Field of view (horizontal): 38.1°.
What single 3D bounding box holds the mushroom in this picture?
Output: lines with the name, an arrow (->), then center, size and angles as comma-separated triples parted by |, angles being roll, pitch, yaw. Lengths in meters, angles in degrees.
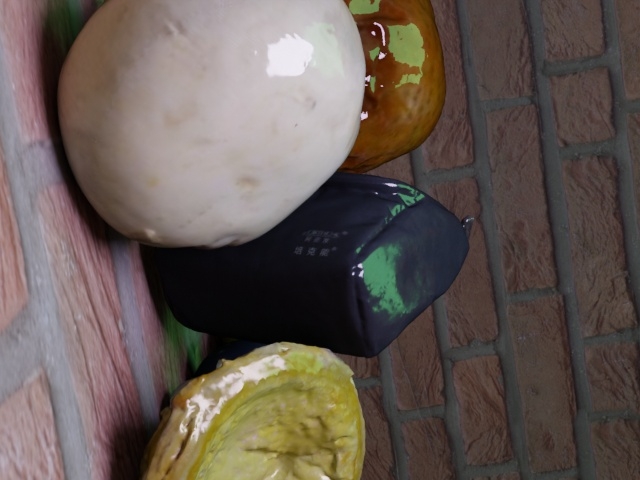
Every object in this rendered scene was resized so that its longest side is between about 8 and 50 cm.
mushroom -> -0.130, -0.168, 0.925 | 0.336, 0.314, 0.314 | 52, -16, 37

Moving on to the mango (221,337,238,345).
mango -> -0.092, 0.174, 1.441 | 0.317, 0.119, 0.176 | 83, -12, -85

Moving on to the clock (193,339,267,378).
clock -> -0.078, 0.240, 1.183 | 0.146, 0.200, 0.243 | 46, 26, -53

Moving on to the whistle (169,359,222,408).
whistle -> -0.121, 0.248, 1.060 | 0.123, 0.123, 0.223 | 45, 51, -84

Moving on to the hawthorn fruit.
hawthorn fruit -> 0.002, -0.306, 1.680 | 0.472, 0.472, 0.471 | -8, 90, -86

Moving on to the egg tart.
egg tart -> -0.083, 0.234, 0.937 | 0.315, 0.120, 0.315 | -20, 118, -43

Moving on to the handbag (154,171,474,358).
handbag -> -0.001, -0.002, 1.075 | 0.275, 0.302, 0.177 | -42, 125, -44
